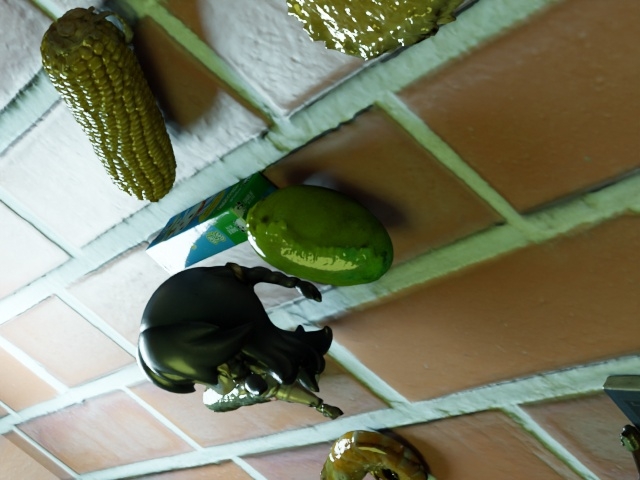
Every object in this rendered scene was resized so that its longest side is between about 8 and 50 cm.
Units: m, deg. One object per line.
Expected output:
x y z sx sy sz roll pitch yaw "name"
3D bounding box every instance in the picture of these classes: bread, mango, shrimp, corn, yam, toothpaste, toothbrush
0.050 -0.242 1.140 0.174 0.121 0.245 47 156 -8 "bread"
0.000 0.001 1.596 0.178 0.119 0.100 21 132 27 "mango"
0.070 0.347 2.164 0.150 0.068 0.249 32 149 -9 "shrimp"
-0.233 -0.151 1.635 0.106 0.106 0.293 20 154 25 "corn"
-0.091 0.216 2.127 0.061 0.061 0.274 42 151 -17 "yam"
-0.134 -0.018 1.777 0.050 0.065 0.267 44 152 -14 "toothpaste"
0.414 0.326 1.761 0.041 0.041 0.364 14 149 33 "toothbrush"

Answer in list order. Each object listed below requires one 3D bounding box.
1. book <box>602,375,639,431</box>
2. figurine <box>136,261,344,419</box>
0.458 0.242 1.599 0.269 0.025 0.191 47 151 -25 "book"
-0.099 0.131 1.833 0.265 0.197 0.175 7 153 -21 "figurine"
